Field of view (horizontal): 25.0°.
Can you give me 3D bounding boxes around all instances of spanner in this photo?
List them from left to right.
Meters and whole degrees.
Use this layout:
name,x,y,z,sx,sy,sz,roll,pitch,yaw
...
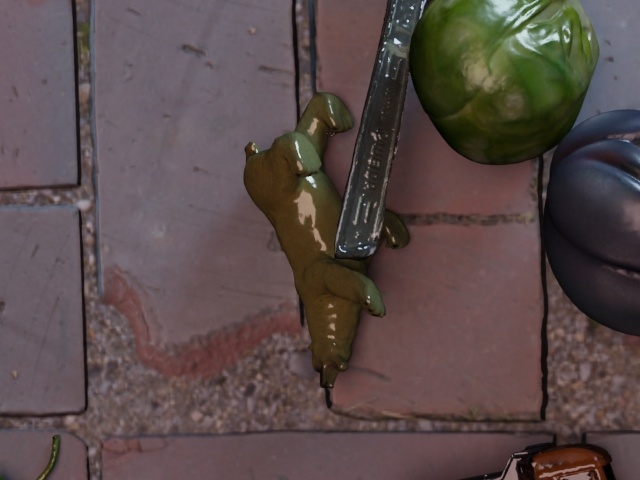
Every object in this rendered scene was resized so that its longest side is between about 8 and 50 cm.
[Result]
name,x,y,z,sx,sy,sz,roll,pitch,yaw
spanner,0.053,-0.139,1.113,0.093,0.026,0.326,15,74,-10

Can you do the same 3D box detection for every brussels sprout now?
name,x,y,z,sx,sy,sz,roll,pitch,yaw
brussels sprout,0.140,-0.130,1.079,0.155,0.117,0.155,-2,94,-21

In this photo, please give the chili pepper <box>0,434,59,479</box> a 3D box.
name,x,y,z,sx,sy,sz,roll,pitch,yaw
chili pepper,-0.312,0.241,1.239,0.204,0.072,0.073,-18,104,8

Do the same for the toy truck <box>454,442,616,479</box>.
name,x,y,z,sx,sy,sz,roll,pitch,yaw
toy truck,0.139,0.211,1.111,0.192,0.083,0.092,-14,82,16

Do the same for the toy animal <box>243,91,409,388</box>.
name,x,y,z,sx,sy,sz,roll,pitch,yaw
toy animal,0.000,0.000,1.152,0.101,0.103,0.219,-29,85,33

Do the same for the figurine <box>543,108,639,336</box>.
name,x,y,z,sx,sy,sz,roll,pitch,yaw
figurine,0.292,-0.008,1.028,0.265,0.175,0.197,20,100,22
